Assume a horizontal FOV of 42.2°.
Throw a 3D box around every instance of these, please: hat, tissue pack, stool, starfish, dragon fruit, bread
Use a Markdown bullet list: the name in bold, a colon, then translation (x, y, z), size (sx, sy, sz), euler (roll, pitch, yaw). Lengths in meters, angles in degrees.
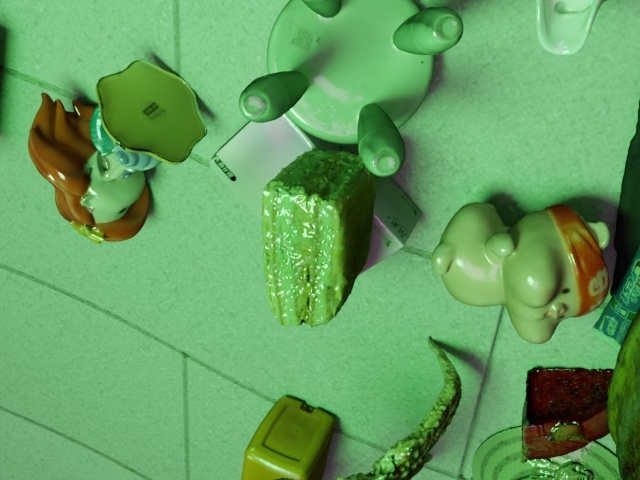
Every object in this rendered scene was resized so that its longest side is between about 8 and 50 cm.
- **hat**: translation (0.332, 0.399, 1.219), size (0.252, 0.110, 0.252), euler (12, 125, 18)
- **tissue pack**: translation (-0.005, -0.070, 1.085), size (0.246, 0.092, 0.148), euler (47, 127, -8)
- **stool**: translation (0.031, -0.193, 0.886), size (0.195, 0.198, 0.195), euler (23, 102, -2)
- **starfish**: translation (0.046, 0.300, 1.127), size (0.132, 0.398, 0.383), euler (48, 158, 17)
- **dragon fruit**: translation (0.344, 0.243, 1.108), size (0.161, 0.120, 0.127), euler (-7, 124, 21)
- **bread**: translation (0.000, 0.000, 0.983), size (0.102, 0.138, 0.196), euler (13, 120, 18)

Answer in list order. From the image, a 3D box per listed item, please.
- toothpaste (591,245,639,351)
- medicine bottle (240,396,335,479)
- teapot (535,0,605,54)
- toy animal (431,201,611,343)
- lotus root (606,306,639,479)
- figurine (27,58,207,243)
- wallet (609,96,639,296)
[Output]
- **toothpaste**: translation (0.372, 0.062, 0.980), size (0.057, 0.035, 0.197), euler (35, 140, 27)
- **medicine bottle**: translation (-0.060, 0.387, 1.373), size (0.112, 0.149, 0.222), euler (21, 128, 13)
- **teapot**: translation (0.248, -0.332, 0.765), size (0.204, 0.139, 0.298), euler (8, 124, 24)
- **toy animal**: translation (0.245, 0.031, 0.995), size (0.198, 0.171, 0.171), euler (10, 124, 25)
- **lotus root**: translation (0.419, 0.146, 0.902), size (0.179, 0.195, 0.397), euler (-7, 136, -15)
- **figurine**: translation (-0.298, -0.122, 1.155), size (0.208, 0.180, 0.257), euler (15, 142, -35)
- **wallet**: translation (0.434, -0.038, 0.917), size (0.197, 0.051, 0.377), euler (10, 128, 23)
